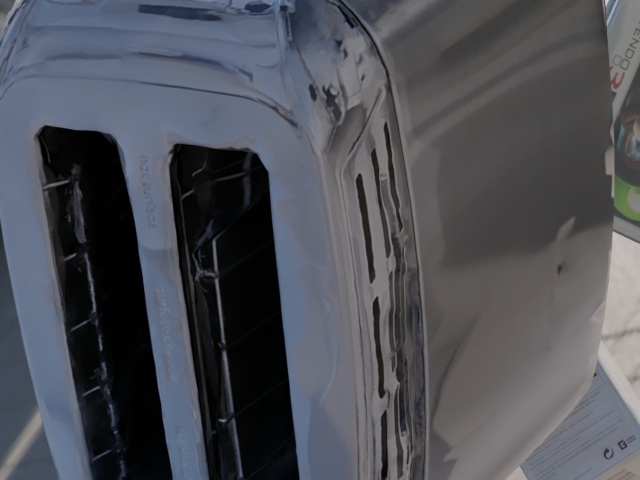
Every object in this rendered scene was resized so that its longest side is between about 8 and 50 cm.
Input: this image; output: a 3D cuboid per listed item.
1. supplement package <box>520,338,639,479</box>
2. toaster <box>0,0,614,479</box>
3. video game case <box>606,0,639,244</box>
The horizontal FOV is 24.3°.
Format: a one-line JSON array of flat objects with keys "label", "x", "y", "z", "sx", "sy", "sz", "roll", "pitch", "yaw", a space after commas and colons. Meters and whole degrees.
[{"label": "supplement package", "x": 0.204, "y": 0.132, "z": 1.268, "sx": 0.105, "sy": 0.179, "sz": 0.105, "roll": -36, "pitch": -29, "yaw": 14}, {"label": "toaster", "x": 0.000, "y": 0.000, "z": 0.414, "sx": 0.129, "sy": 0.227, "sz": 0.146, "roll": 11, "pitch": 28, "yaw": 30}, {"label": "video game case", "x": 0.235, "y": -0.068, "z": 0.846, "sx": 0.173, "sy": 0.190, "sz": 0.022, "roll": -66, "pitch": 13, "yaw": -3}]
